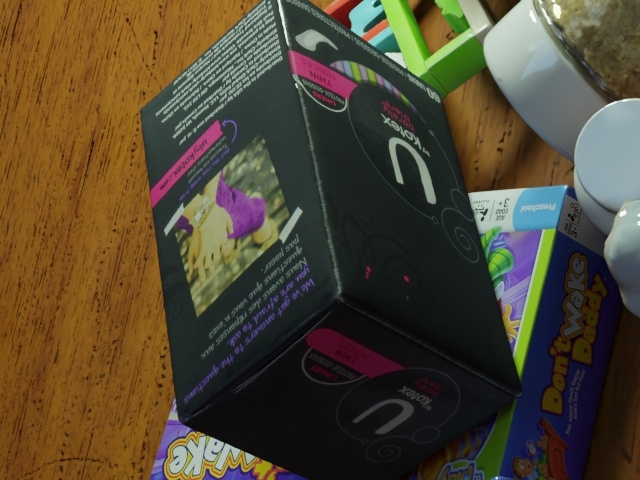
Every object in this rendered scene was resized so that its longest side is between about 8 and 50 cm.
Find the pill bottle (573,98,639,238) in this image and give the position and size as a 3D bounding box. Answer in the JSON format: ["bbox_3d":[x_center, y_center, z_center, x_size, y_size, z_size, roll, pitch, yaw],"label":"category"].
[{"bbox_3d":[0.197,-0.031,1.010,0.086,0.152,0.086,-5,77,22],"label":"pill bottle"}]

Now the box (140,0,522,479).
[{"bbox_3d":[0.000,0.000,1.096,0.143,0.165,0.270,-38,43,28],"label":"box"}]

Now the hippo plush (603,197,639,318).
[{"bbox_3d":[0.298,0.076,0.840,0.294,0.234,0.236,-7,93,65],"label":"hippo plush"}]

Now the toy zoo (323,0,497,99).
[{"bbox_3d":[-0.001,-0.111,1.333,0.293,0.030,0.192,-35,31,14],"label":"toy zoo"}]

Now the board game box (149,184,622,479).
[{"bbox_3d":[0.039,0.092,1.197,0.347,0.078,0.233,-4,65,49],"label":"board game box"}]

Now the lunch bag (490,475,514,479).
[{"bbox_3d":[0.077,0.306,0.993,0.293,0.138,0.221,-42,43,39],"label":"lunch bag"}]

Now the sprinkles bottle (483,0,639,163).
[{"bbox_3d":[0.264,-0.197,1.074,0.355,0.121,0.121,-43,41,24],"label":"sprinkles bottle"}]
